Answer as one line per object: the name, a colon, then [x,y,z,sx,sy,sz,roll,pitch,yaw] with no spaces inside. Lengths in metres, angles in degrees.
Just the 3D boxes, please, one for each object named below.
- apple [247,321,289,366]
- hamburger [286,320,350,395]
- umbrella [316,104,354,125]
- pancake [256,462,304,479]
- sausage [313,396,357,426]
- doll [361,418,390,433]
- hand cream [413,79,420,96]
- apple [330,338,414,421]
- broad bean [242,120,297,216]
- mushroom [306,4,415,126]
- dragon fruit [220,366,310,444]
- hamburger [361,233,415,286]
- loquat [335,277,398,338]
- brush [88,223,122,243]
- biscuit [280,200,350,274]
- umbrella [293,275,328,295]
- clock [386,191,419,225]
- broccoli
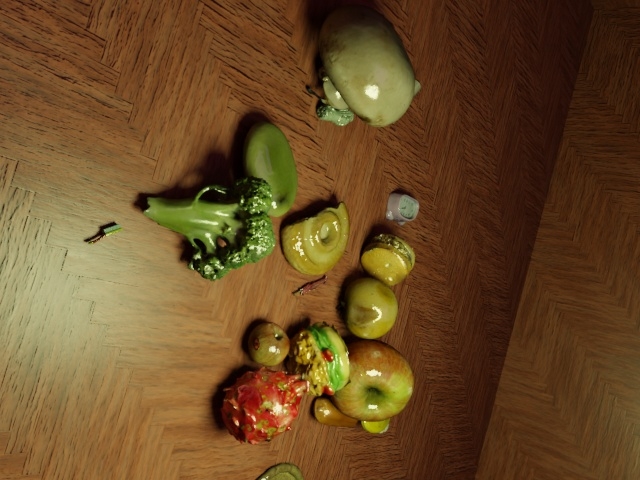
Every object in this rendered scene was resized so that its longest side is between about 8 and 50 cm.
apple: [-0.152,0.303,1.690,0.102,0.126,0.126,-44,147,23]
hamburger: [-0.018,0.373,1.792,0.149,0.237,0.236,-13,110,-28]
umbrella: [0.049,-0.388,1.787,0.144,0.067,0.062,-1,65,-43]
pancake: [-0.158,0.867,1.899,0.286,0.033,0.288,-60,138,-21]
sausage: [0.056,0.602,2.036,0.238,0.098,0.098,28,78,-48]
doll: [0.198,0.606,2.189,0.252,0.111,0.237,33,54,-51]
hand cream: [0.294,-0.508,2.058,0.186,0.054,0.087,-51,130,-20]
apple: [0.165,0.466,1.982,0.277,0.250,0.309,-41,117,10]
broad bean: [-0.134,-0.193,1.577,0.189,0.121,0.262,-18,111,-50]
mushroom: [0.108,-0.495,1.696,0.362,0.295,0.362,45,30,-36]
dragon fruit: [-0.152,0.457,1.646,0.268,0.205,0.210,-30,161,-4]
hamburger: [0.239,0.056,2.046,0.190,0.182,0.118,63,37,-28]
loquat: [0.161,0.232,1.975,0.213,0.213,0.212,-16,112,-47]
brush: [-0.482,-0.015,1.289,0.083,0.019,0.021,-34,114,-40]
biscuit: [0.001,0.000,1.811,0.274,0.091,0.213,-36,124,-42]
umbrella: [-0.028,0.149,1.869,0.165,0.025,0.027,-24,96,-46]
clock: [0.309,-0.115,2.175,0.153,0.050,0.109,18,86,-50]
broccoli: [-0.261,-0.031,1.466,0.303,0.186,0.253,-7,116,-4]
